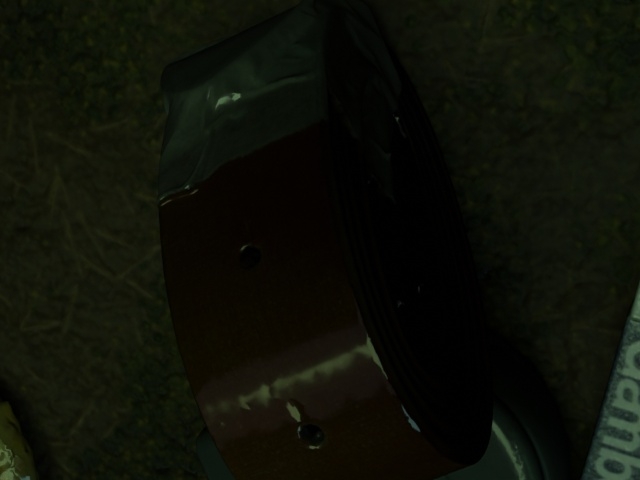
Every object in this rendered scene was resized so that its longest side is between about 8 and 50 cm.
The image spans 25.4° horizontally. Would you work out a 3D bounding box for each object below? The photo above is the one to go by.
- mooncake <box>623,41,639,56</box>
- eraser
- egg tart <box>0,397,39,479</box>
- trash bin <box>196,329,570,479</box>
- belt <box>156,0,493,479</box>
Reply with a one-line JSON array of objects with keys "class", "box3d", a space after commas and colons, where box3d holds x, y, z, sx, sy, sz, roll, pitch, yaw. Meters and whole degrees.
[{"class": "mooncake", "box3d": [0.327, -0.003, 0.857, 0.150, 0.057, 0.347, -28, 91, 11]}, {"class": "eraser", "box3d": [0.227, 0.127, 0.932, 0.092, 0.046, 0.212, 17, 109, 14]}, {"class": "egg tart", "box3d": [-0.358, 0.195, 1.120, 0.291, 0.107, 0.291, 5, 106, 17]}, {"class": "trash bin", "box3d": [0.052, 0.160, 0.975, 0.236, 0.101, 0.177, -22, 98, 25]}, {"class": "belt", "box3d": [0.000, 0.000, 0.845, 0.122, 0.339, 0.217, -24, 136, 21]}]
